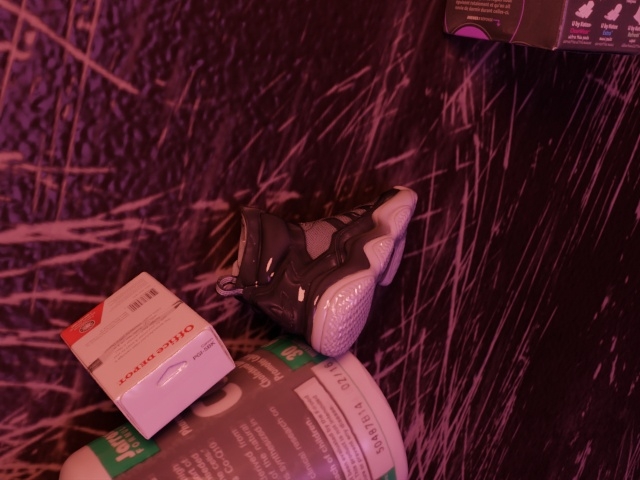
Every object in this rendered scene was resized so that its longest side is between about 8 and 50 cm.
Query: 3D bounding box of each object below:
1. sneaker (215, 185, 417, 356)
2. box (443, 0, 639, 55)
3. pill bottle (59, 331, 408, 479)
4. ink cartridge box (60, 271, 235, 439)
[{"bbox_3d":[0.000,0.000,0.796,0.268,0.153,0.101,-53,159,-55],"label":"sneaker"},{"bbox_3d":[0.247,-0.335,0.804,0.143,0.165,0.270,-7,112,-34],"label":"box"},{"bbox_3d":[-0.113,0.248,0.743,0.361,0.204,0.204,-28,122,-26],"label":"pill bottle"},{"bbox_3d":[-0.154,0.097,0.696,0.099,0.135,0.056,-38,127,-18],"label":"ink cartridge box"}]
